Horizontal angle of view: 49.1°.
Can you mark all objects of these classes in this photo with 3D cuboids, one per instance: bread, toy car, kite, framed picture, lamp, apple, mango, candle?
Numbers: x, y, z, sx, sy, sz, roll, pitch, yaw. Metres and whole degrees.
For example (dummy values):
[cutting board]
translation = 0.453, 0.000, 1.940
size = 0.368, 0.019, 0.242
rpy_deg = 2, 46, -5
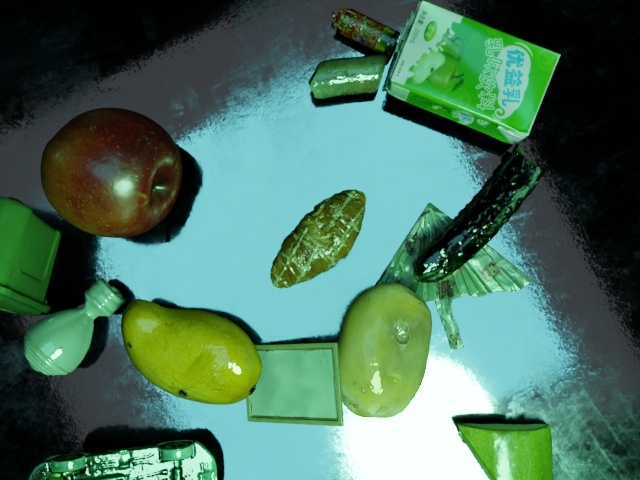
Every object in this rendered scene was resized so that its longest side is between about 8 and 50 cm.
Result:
[bread]
translation = 0.000, 0.000, 1.236
size = 0.105, 0.076, 0.233
rpy_deg = 44, 89, 5
[toy car]
translation = -0.334, 0.415, 1.189
size = 0.305, 0.125, 0.136
rpy_deg = -3, 88, -21
[kite]
translation = 0.221, 0.062, 1.259
size = 0.322, 0.013, 0.268
rpy_deg = -8, 86, 1
[framed picture]
translation = -0.050, 0.245, 1.198
size = 0.200, 0.010, 0.136
rpy_deg = -7, 85, 33
[lamp]
translation = -0.431, 0.151, 1.222
size = 0.106, 0.106, 0.193
rpy_deg = 42, 80, 3
[apple]
translation = -0.347, -0.112, 1.179
size = 0.201, 0.218, 0.218
rpy_deg = 27, 87, 9
[mango]
translation = -0.224, 0.191, 1.212
size = 0.262, 0.109, 0.157
rpy_deg = 26, 97, 7
[candle]
translation = 0.077, -0.383, 1.271
size = 0.130, 0.052, 0.052
rpy_deg = 28, 87, 2

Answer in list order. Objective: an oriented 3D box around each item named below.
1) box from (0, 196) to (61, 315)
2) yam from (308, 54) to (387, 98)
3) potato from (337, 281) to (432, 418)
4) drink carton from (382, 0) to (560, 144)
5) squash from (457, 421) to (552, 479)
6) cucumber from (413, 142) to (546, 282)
[box]
translation = -0.616, 0.002, 1.164
size = 0.328, 0.253, 0.178
rpy_deg = 13, 77, 1
[yam]
translation = 0.050, -0.296, 1.259
size = 0.146, 0.070, 0.070
rpy_deg = -6, 86, 1
[potato]
translation = 0.101, 0.185, 1.189
size = 0.146, 0.150, 0.234
rpy_deg = 6, 79, 41
[drink carton]
translation = 0.261, -0.296, 1.235
size = 0.271, 0.108, 0.161
rpy_deg = 22, 89, 1
[squash]
translation = 0.321, 0.443, 1.191
size = 0.169, 0.093, 0.252
rpy_deg = 1, 86, -1
[cucumber]
translation = 0.278, -0.035, 1.227
size = 0.081, 0.072, 0.303
rpy_deg = 41, 85, 1
